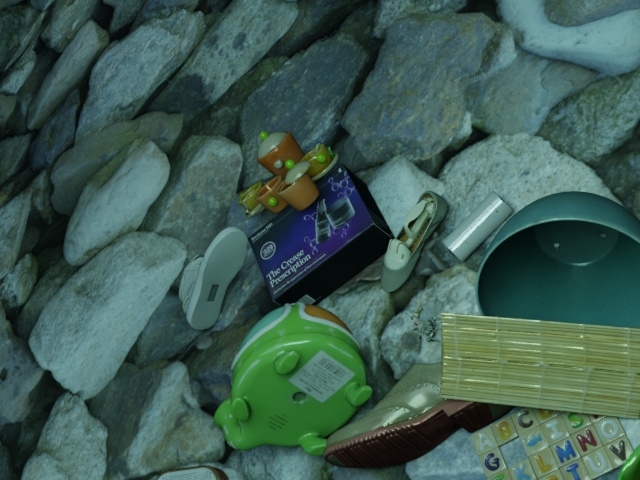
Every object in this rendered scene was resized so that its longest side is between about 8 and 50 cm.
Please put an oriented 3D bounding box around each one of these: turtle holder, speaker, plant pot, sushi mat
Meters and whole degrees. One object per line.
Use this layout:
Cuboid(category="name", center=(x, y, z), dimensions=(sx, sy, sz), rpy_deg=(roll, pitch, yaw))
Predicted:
Cuboid(category="turtle holder", center=(-0.053, 0.262, 1.743), dimensions=(0.227, 0.243, 0.320), rpy_deg=(-102, 24, -57))
Cuboid(category="speaker", center=(0.290, -0.025, 1.737), dimensions=(0.136, 0.055, 0.055), rpy_deg=(-47, 48, 6))
Cuboid(category="plant pot", center=(0.404, 0.034, 1.502), dimensions=(0.290, 0.290, 0.195), rpy_deg=(-19, 27, 28))
Cuboid(category="sushi mat", center=(0.344, 0.195, 1.471), dimensions=(0.316, 0.019, 0.152), rpy_deg=(4, 105, 14))

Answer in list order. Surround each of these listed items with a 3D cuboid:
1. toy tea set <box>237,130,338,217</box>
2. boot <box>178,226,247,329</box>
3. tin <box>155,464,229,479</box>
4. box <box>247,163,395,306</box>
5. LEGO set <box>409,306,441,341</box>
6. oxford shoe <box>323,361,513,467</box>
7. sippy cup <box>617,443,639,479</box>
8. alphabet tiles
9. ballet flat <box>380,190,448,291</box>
Cuboid(category="toy tea set", center=(-0.083, -0.153, 1.950), dimensions=(0.200, 0.124, 0.336), rpy_deg=(-48, 18, -17))
Cuboid(category="boot", center=(-0.244, 0.058, 2.019), dimensions=(0.123, 0.095, 0.258), rpy_deg=(51, 123, 45))
Cuboid(category="tin", center=(-0.264, 0.505, 1.869), dimensions=(0.189, 0.040, 0.106), rpy_deg=(-15, 54, 30))
Cuboid(category="box", center=(0.000, 0.000, 1.909), dimensions=(0.261, 0.103, 0.184), rpy_deg=(-38, 47, 14))
Cuboid(category="LEGO set", center=(0.192, 0.156, 1.731), dimensions=(0.083, 0.023, 0.054), rpy_deg=(28, 84, 42))
Cuboid(category="oxford shoe", center=(0.160, 0.292, 1.626), dimensions=(0.348, 0.123, 0.130), rpy_deg=(-23, 50, 12))
Cuboid(category="sippy cup", center=(0.542, 0.394, 1.223), dimensions=(0.224, 0.240, 0.305), rpy_deg=(-63, 8, 5))
Cuboid(category="alphabet tiles", center=(0.375, 0.348, 1.501), dimensions=(0.237, 0.009, 0.198), rpy_deg=(-33, 50, 18))
Cuboid(category="ballet flat", center=(0.167, -0.003, 1.807), dimensions=(0.072, 0.068, 0.213), rpy_deg=(30, 86, 42))
